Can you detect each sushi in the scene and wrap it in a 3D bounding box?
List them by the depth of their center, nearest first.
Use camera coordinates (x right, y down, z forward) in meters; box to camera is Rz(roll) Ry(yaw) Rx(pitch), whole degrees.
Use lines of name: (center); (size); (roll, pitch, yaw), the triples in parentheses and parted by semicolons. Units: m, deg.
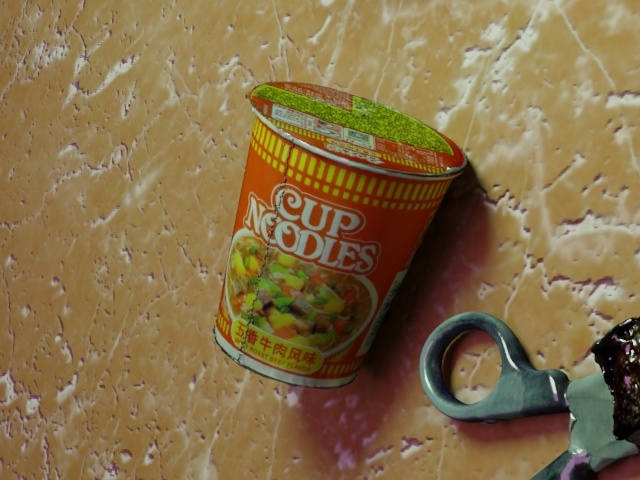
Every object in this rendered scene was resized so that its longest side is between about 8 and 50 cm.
sushi: (0.238, 0.088, 1.198); (0.098, 0.094, 0.084); (-36, 56, 41)

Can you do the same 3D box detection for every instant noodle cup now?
instant noodle cup: (0.000, 0.000, 1.492); (0.193, 0.193, 0.212); (41, 121, 47)

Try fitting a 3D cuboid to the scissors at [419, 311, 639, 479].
scissors: (0.218, 0.115, 1.299); (0.383, 0.029, 0.256); (-34, 55, 40)
